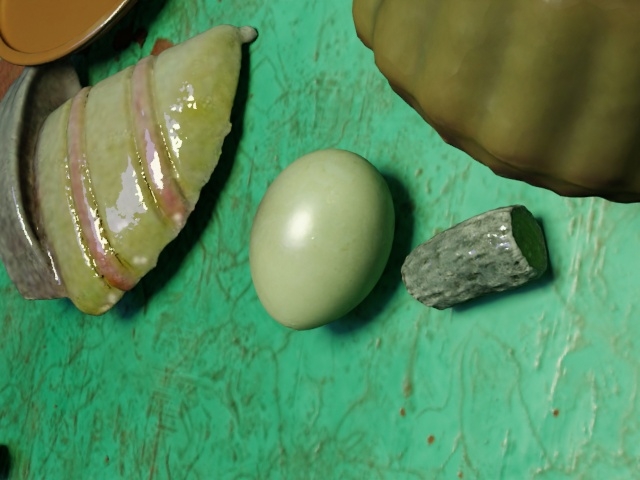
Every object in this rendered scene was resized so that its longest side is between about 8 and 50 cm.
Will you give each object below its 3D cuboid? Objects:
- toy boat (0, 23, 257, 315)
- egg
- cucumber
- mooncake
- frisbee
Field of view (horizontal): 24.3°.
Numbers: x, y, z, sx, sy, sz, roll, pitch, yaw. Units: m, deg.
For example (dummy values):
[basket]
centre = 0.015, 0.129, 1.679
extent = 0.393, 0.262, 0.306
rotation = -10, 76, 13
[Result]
[toy boat]
centre = -0.210, -0.067, 1.406
extent = 0.293, 0.111, 0.276
rotation = -2, 76, 42
[egg]
centre = 0.000, 0.000, 1.200
extent = 0.114, 0.114, 0.152
rotation = 27, 103, 42
[cucumber]
centre = 0.115, 0.015, 1.127
extent = 0.112, 0.064, 0.064
rotation = -24, 67, 37
[mooncake]
centre = 0.164, -0.150, 0.956
extent = 0.290, 0.290, 0.161
rotation = 46, 132, 37
[frisbee]
centre = -0.240, -0.279, 1.484
extent = 0.251, 0.021, 0.250
rotation = -20, 53, 29
